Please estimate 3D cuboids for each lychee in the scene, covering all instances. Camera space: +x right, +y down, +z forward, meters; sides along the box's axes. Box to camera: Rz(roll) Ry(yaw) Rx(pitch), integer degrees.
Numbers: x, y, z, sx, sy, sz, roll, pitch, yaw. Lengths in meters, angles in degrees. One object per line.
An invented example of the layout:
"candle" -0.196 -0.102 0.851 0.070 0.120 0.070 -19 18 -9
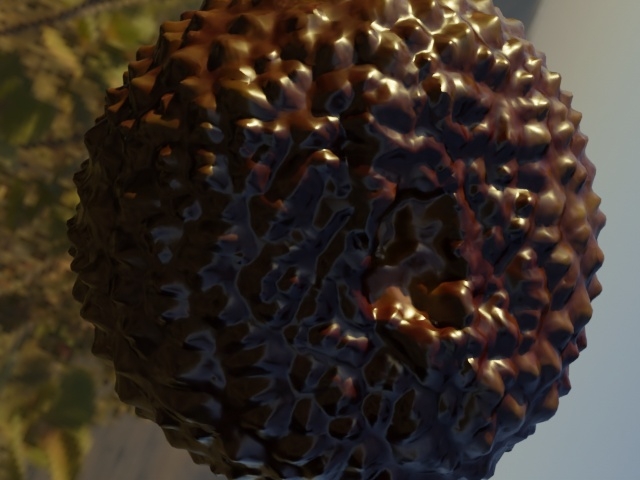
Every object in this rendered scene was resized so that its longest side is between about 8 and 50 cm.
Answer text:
"lychee" 0.000 0.000 0.805 0.271 0.271 0.271 24 90 -86
